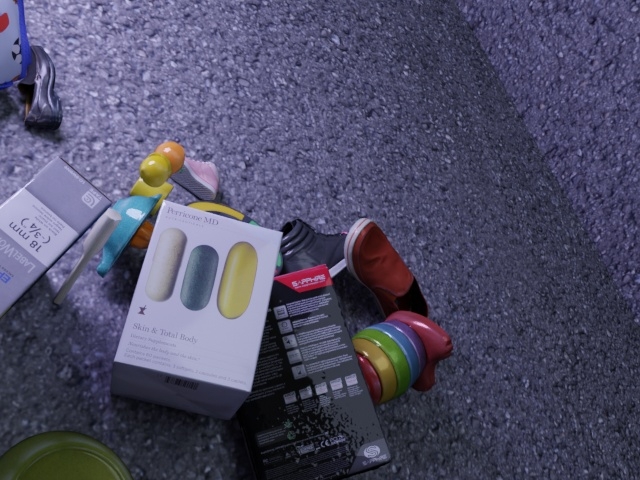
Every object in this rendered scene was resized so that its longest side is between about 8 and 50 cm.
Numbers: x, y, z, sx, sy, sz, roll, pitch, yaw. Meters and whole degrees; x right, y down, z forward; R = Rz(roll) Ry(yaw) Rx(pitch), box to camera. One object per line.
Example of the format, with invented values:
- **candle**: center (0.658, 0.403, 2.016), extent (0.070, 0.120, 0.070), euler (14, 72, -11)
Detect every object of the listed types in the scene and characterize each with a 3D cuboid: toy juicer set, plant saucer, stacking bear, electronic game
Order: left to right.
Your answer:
- **plant saucer**: center (-0.350, 0.378, 1.026), extent (0.241, 0.037, 0.241), euler (25, 47, -31)
- **toy juicer set**: center (-0.304, -0.040, 1.235), extent (0.089, 0.209, 0.329), euler (35, 41, -10)
- **electronic game**: center (-0.173, 0.002, 1.415), extent (0.229, 0.048, 0.229), euler (27, 27, -15)
- **stacking bear**: center (0.100, 0.265, 1.474), extent (0.289, 0.175, 0.164), euler (-25, 55, -41)

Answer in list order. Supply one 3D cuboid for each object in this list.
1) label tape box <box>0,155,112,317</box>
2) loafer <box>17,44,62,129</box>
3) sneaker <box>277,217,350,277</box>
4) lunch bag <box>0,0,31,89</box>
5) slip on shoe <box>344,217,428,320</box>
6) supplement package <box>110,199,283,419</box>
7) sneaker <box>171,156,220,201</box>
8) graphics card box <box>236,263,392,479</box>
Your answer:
- **label tape box**: center (-0.453, 0.062, 0.984), extent (0.106, 0.240, 0.334), euler (44, 40, -14)
- **loafer**: center (-0.508, -0.278, 1.317), extent (0.061, 0.062, 0.170), euler (-2, 64, -41)
- **sneaker**: center (0.000, 0.000, 1.593), extent (0.296, 0.104, 0.147), euler (-37, 96, -47)
- **lunch bag**: center (-0.657, -0.390, 1.120), extent (0.328, 0.239, 0.385), euler (-36, 107, -52)
- **slip on shoe**: center (0.149, 0.075, 1.592), extent (0.123, 0.101, 0.331), euler (-53, 133, -25)
- **supplement package**: center (-0.195, 0.115, 1.162), extent (0.199, 0.198, 0.263), euler (15, 62, -10)
- **sneaker**: center (-0.256, -0.142, 1.482), extent (0.134, 0.051, 0.070), euler (41, 39, -21)
- **graphics card box**: center (-0.044, 0.248, 1.305), extent (0.233, 0.094, 0.371), euler (-14, 69, -16)
